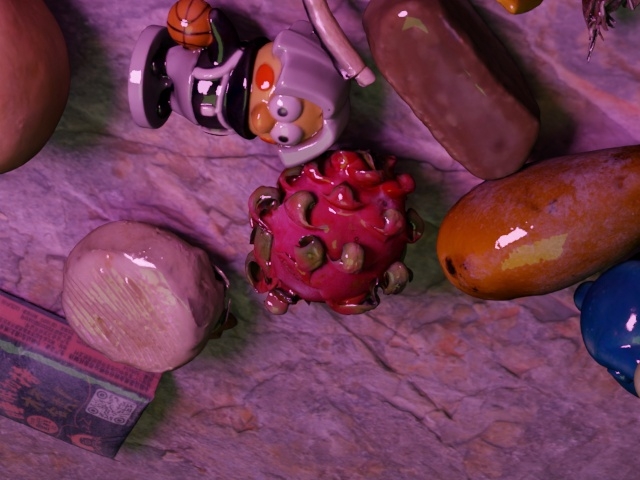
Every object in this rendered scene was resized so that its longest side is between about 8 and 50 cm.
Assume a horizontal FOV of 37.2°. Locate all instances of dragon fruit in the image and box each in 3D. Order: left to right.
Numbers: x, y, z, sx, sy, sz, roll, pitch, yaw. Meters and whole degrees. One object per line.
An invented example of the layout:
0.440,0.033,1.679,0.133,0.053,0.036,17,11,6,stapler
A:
0.003,-0.009,1.161,0.218,0.198,0.273,11,170,-37,dragon fruit

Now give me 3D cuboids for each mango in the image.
0.282,-0.028,1.060,0.316,0.193,0.146,-20,97,10,mango

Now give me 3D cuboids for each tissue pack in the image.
-0.438,0.224,1.554,0.316,0.103,0.228,26,133,-11,tissue pack

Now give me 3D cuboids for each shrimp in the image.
0.284,-0.251,0.921,0.065,0.056,0.165,15,123,22,shrimp

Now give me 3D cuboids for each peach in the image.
-0.424,-0.204,1.043,0.292,0.247,0.292,24,140,22,peach

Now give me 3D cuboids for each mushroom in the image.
0.008,-0.246,0.978,0.060,0.061,0.187,-13,108,32,mushroom

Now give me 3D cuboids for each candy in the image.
0.142,-0.175,1.008,0.102,0.104,0.234,-32,119,31,candy

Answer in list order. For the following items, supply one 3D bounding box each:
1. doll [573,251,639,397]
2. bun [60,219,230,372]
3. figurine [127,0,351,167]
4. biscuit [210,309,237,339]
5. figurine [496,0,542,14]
0.403,0.092,1.094,0.186,0.198,0.322,29,-175,38,doll
-0.238,0.068,1.323,0.239,0.141,0.239,11,131,12,bun
-0.082,-0.177,1.050,0.236,0.133,0.176,11,137,10,figurine
-0.193,0.123,1.447,0.119,0.019,0.130,27,134,-11,biscuit
0.198,-0.333,0.808,0.215,0.215,0.228,12,149,4,figurine
